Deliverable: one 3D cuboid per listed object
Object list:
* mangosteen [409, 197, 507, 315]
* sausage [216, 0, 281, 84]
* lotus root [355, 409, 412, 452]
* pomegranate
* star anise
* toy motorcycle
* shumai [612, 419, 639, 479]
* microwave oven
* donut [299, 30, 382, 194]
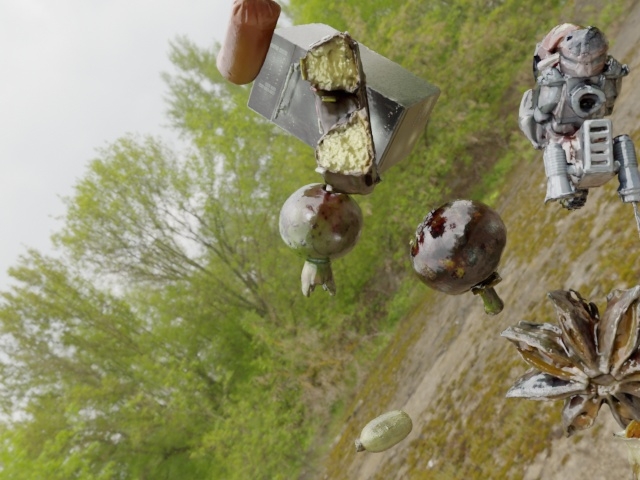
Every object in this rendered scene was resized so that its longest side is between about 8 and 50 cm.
[{"bbox_3d":[0.343,0.043,1.299,0.231,0.289,0.231,-44,8,8],"label":"mangosteen"},{"bbox_3d":[-0.153,-0.403,1.160,0.348,0.097,0.094,172,99,-75],"label":"sausage"},{"bbox_3d":[0.178,0.548,1.605,0.183,0.090,0.077,-22,-60,-15],"label":"lotus root"},{"bbox_3d":[0.010,-0.009,1.552,0.242,0.242,0.306,-50,-41,-48],"label":"pomegranate"},{"bbox_3d":[0.456,0.201,0.917,0.117,0.331,0.332,-45,-15,-54],"label":"star anise"},{"bbox_3d":[0.362,-0.143,0.779,0.207,0.134,0.401,66,-158,-73],"label":"toy motorcycle"},{"bbox_3d":[0.487,0.320,0.815,0.145,0.116,0.145,-47,0,1],"label":"shumai"},{"bbox_3d":[0.075,-0.411,1.620,0.374,0.432,0.236,-38,-22,-53],"label":"microwave oven"},{"bbox_3d":[0.050,-0.260,1.241,0.259,0.136,0.345,35,-132,-80],"label":"donut"}]
